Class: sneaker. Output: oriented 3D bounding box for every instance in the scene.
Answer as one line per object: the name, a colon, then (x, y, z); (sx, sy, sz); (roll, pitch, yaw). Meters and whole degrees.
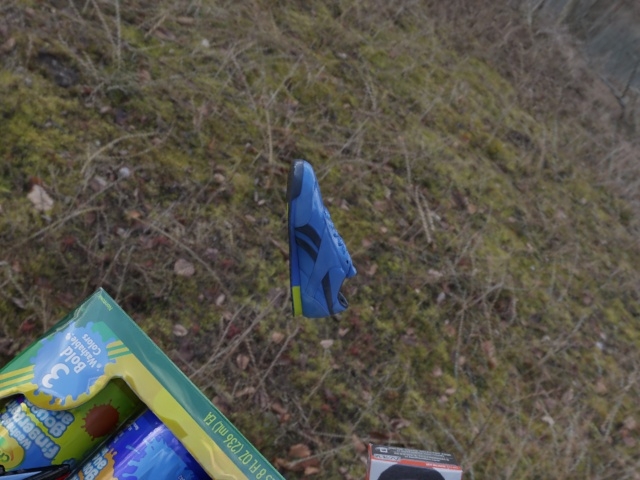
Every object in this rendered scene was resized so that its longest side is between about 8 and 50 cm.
sneaker: (0.000, 0.000, 0.726); (0.082, 0.210, 0.069); (-3, 29, -1)

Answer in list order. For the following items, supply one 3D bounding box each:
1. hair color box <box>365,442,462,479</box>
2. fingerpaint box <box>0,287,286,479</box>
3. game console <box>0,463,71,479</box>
hair color box: (0.065, 0.237, 0.474); (0.071, 0.141, 0.043); (5, -1, 4)
fingerpaint box: (-0.250, 0.339, 0.709); (0.444, 0.163, 0.371); (40, 69, 21)
game console: (-0.302, 0.178, 0.502); (0.144, 0.124, 0.085); (20, 59, -76)
